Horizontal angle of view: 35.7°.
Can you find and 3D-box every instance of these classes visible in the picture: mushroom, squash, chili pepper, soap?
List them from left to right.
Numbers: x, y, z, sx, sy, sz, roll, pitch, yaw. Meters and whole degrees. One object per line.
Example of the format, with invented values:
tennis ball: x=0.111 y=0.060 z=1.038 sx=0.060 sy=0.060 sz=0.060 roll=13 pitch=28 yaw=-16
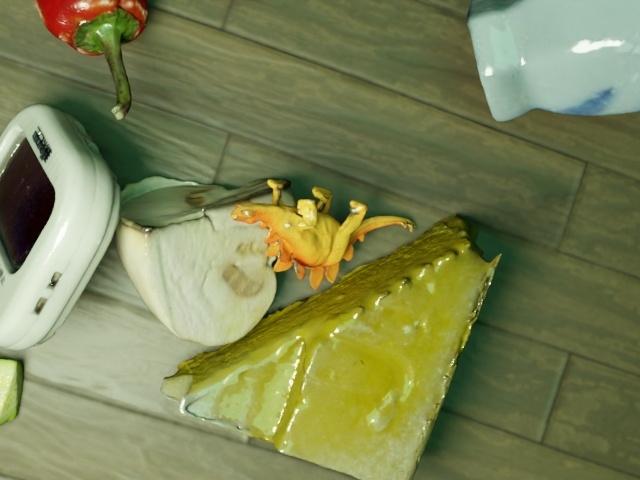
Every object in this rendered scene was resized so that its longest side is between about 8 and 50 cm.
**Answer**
squash: x=-0.465 y=0.175 z=1.186 sx=0.200 sy=0.075 sz=0.090 roll=4 pitch=115 yaw=-3
chili pepper: x=-0.272 y=-0.291 z=1.173 sx=0.134 sy=0.131 sz=0.338 roll=-25 pitch=88 yaw=-29
mushroom: x=-0.150 y=0.017 z=1.191 sx=0.236 sy=0.162 sz=0.173 roll=-19 pitch=118 yaw=-39
soap: x=0.015 y=0.084 z=1.178 sx=0.304 sy=0.169 sz=0.338 roll=22 pitch=88 yaw=-14

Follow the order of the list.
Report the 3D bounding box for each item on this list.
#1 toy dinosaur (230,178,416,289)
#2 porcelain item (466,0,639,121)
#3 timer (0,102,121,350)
toy dinosaur: x=0.000 y=0.000 z=1.178 sx=0.288 sy=0.070 sz=0.117 roll=9 pitch=108 yaw=-46
porcelain item: x=0.381 y=-0.263 z=1.141 sx=0.405 sy=0.242 sz=0.178 roll=-11 pitch=113 yaw=16
timer: x=-0.319 y=-0.016 z=1.112 sx=0.087 sy=0.262 sz=0.237 roll=24 pitch=106 yaw=-40
